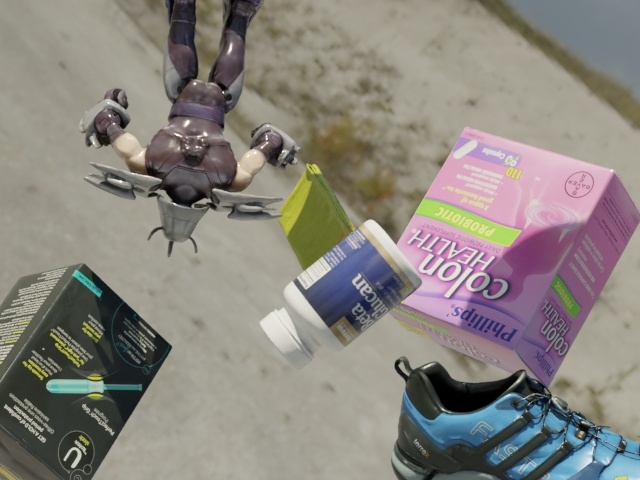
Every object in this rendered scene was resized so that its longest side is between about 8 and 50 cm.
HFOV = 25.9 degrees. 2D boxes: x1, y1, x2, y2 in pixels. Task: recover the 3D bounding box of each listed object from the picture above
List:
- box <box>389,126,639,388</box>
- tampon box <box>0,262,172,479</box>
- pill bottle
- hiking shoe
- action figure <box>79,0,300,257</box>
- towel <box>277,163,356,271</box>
[{"bbox_3d":[0.218,0.016,1.640,0.213,0.243,0.117,22,-14,38],"label":"box"},{"bbox_3d":[-0.232,0.121,1.194,0.101,0.161,0.120,-12,-51,46],"label":"tampon box"},{"bbox_3d":[0.020,0.064,1.518,0.094,0.169,0.094,51,0,0],"label":"pill bottle"},{"bbox_3d":[0.217,0.198,1.371,0.113,0.304,0.132,-55,148,-65],"label":"hiking shoe"},{"bbox_3d":[-0.100,-0.124,1.170,0.185,0.285,0.099,12,-9,-20],"label":"action figure"},{"bbox_3d":[0.000,0.000,1.833,0.021,0.102,0.237,21,26,-33],"label":"towel"}]
